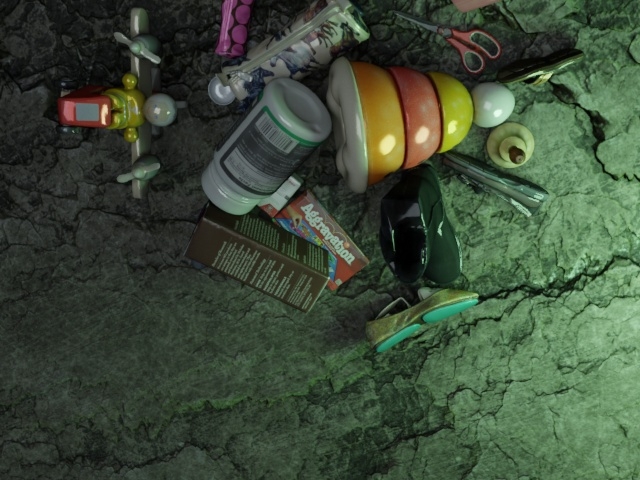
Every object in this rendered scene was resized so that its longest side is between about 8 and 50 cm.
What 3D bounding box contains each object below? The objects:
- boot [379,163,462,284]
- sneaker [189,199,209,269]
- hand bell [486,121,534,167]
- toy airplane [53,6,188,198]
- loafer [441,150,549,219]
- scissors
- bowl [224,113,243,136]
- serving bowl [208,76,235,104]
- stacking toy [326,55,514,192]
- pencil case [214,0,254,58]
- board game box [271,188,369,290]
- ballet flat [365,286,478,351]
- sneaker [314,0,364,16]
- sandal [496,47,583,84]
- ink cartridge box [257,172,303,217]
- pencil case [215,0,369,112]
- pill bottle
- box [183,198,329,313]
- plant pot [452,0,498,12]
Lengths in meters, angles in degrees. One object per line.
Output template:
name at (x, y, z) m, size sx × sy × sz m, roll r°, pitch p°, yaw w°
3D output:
boot at (0.265, 0.009, 1.795) m, size 0.146 × 0.445 × 0.366 m, roll -18°, pitch 102°, yaw 15°
sneaker at (-0.356, -0.010, 2.086) m, size 0.083 × 0.098 × 0.223 m, roll 17°, pitch 108°, yaw 5°
hand bell at (0.495, -0.225, 1.794) m, size 0.126 × 0.242 × 0.126 m, roll 3°, pitch 107°, yaw 9°
toy airplane at (-0.478, -0.354, 1.869) m, size 0.273 × 0.384 × 0.386 m, roll 13°, pitch 153°, yaw 29°
loafer at (0.461, -0.146, 1.899) m, size 0.303 × 0.109 × 0.095 m, roll 22°, pitch 113°, yaw 0°
scissors at (0.337, -0.554, 1.847) m, size 0.297 × 0.021 × 0.109 m, roll 38°, pitch 111°, yaw -1°
bowl at (-0.196, -0.291, 2.001) m, size 0.142 × 0.053 × 0.142 m, roll 45°, pitch 108°, yaw -3°
serving bowl at (-0.274, -0.427, 1.988) m, size 0.084 × 0.027 × 0.083 m, roll 3°, pitch 107°, yaw 9°
stacking toy at (0.270, -0.324, 1.807) m, size 0.481 × 0.350 × 0.350 m, roll -9°, pitch 105°, yaw -3°
pencil case at (-0.236, -0.597, 1.895) m, size 0.095 × 0.098 × 0.209 m, roll 12°, pitch 108°, yaw 7°
board game box at (0.000, 0.000, 2.063) m, size 0.145 × 0.027 × 0.281 m, roll -39°, pitch 96°, yaw 17°
ballet flat at (0.282, 0.202, 2.034) m, size 0.349 × 0.123 × 0.123 m, roll -30°, pitch 99°, yaw 15°
sneaker at (0.049, -0.627, 1.861) m, size 0.144 × 0.053 × 0.059 m, roll 33°, pitch 115°, yaw 5°
sandal at (0.569, -0.439, 1.815) m, size 0.220 × 0.090 × 0.060 m, roll -16°, pitch 124°, yaw 7°
ink cartridge box at (-0.128, -0.151, 2.026) m, size 0.099 × 0.056 × 0.135 m, roll 42°, pitch 109°, yaw -4°
pencil case at (-0.069, -0.494, 1.825) m, size 0.411 × 0.183 × 0.159 m, roll -29°, pitch 90°, yaw 24°
pill bottle at (-0.152, -0.238, 1.848) m, size 0.204 × 0.204 × 0.361 m, roll 45°, pitch 126°, yaw -4°
box at (-0.170, 0.035, 1.950) m, size 0.382 × 0.191 × 0.143 m, roll 28°, pitch 110°, yaw -11°
plant pot at (0.404, -0.661, 1.721) m, size 0.180 × 0.201 × 0.201 m, roll -24°, pitch 101°, yaw 32°
